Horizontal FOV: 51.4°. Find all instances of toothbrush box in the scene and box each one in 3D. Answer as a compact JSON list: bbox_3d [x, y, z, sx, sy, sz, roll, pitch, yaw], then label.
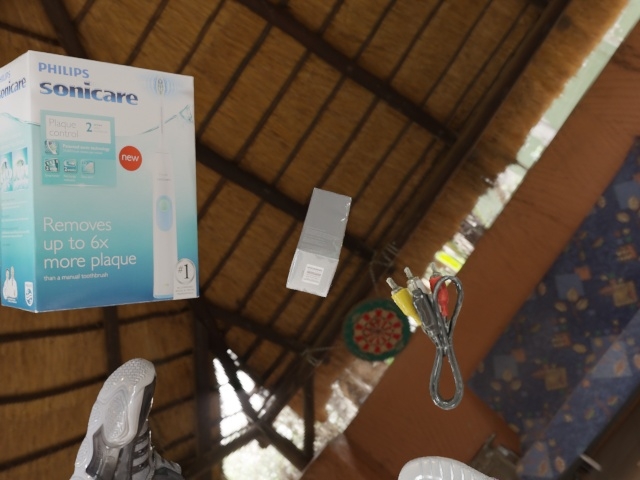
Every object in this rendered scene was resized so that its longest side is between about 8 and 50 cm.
[{"bbox_3d":[-0.278,-0.067,0.842,0.216,0.126,0.295,-1,-91,-43],"label":"toothbrush box"}]

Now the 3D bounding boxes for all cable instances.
[{"bbox_3d":[0.242,0.182,1.319,0.140,0.287,0.072,-21,-2,10],"label":"cable"}]

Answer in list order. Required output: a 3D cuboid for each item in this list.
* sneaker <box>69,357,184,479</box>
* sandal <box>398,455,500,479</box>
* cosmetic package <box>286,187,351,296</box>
[{"bbox_3d":[-0.274,0.314,1.012,0.153,0.101,0.268,21,-91,-40],"label":"sneaker"},{"bbox_3d":[0.315,0.499,1.186,0.102,0.416,0.169,23,-106,-41],"label":"sandal"},{"bbox_3d":[0.000,0.000,1.537,0.238,0.107,0.127,-80,5,-51],"label":"cosmetic package"}]
